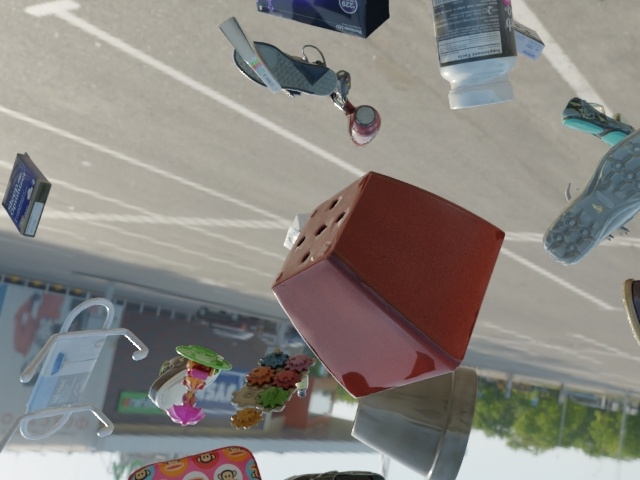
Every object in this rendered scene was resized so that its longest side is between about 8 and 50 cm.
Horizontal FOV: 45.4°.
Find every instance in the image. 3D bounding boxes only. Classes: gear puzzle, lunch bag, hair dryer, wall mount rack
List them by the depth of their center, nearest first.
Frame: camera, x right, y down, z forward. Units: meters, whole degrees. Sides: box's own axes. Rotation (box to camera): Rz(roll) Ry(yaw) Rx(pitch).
[{"bbox_3d":[-0.496,0.285,1.456,0.130,0.350,0.304,37,-160,29],"label":"wall mount rack"},{"bbox_3d":[-0.250,0.582,1.604,0.293,0.258,0.120,-7,134,-19],"label":"lunch bag"},{"bbox_3d":[0.069,-0.332,1.839,0.224,0.080,0.294,55,174,49],"label":"hair dryer"},{"bbox_3d":[-0.155,0.404,2.121,0.175,0.044,0.339,3,-151,25],"label":"gear puzzle"}]

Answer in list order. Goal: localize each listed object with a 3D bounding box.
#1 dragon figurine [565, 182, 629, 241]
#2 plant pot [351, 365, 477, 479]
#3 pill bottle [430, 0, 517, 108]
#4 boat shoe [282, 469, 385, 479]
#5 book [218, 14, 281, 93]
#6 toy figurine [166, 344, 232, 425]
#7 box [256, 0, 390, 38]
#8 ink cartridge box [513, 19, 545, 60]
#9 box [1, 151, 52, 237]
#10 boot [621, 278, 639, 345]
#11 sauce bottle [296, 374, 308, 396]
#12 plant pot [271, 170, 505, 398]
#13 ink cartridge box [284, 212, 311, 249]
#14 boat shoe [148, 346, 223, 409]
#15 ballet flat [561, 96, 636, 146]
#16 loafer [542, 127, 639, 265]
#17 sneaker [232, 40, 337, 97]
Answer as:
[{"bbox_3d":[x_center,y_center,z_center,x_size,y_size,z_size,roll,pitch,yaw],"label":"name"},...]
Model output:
[{"bbox_3d":[0.662,-0.096,1.809,0.289,0.144,0.085,26,148,-22],"label":"dragon figurine"},{"bbox_3d":[0.239,0.460,2.028,0.280,0.323,0.323,15,172,5],"label":"plant pot"},{"bbox_3d":[0.315,-0.417,1.566,0.162,0.279,0.162,-9,-171,1],"label":"pill bottle"},{"bbox_3d":[0.012,0.444,1.355,0.219,0.078,0.070,-5,161,-27],"label":"boat shoe"},{"bbox_3d":[-0.125,-0.336,1.405,0.035,0.096,0.144,-34,162,7],"label":"book"},{"bbox_3d":[-0.285,0.326,1.694,0.130,0.159,0.173,21,179,-12],"label":"toy figurine"},{"bbox_3d":[-0.003,-0.516,1.469,0.261,0.103,0.184,21,142,26],"label":"box"},{"bbox_3d":[0.425,-0.503,1.810,0.207,0.046,0.097,21,-148,-15],"label":"ink cartridge box"},{"bbox_3d":[-0.693,-0.114,1.782,0.036,0.137,0.225,12,-163,-39],"label":"box"},{"bbox_3d":[0.575,0.128,1.092,0.206,0.248,0.090,-30,-173,36],"label":"boot"},{"bbox_3d":[-0.057,0.423,2.277,0.042,0.042,0.128,10,137,6],"label":"sauce bottle"},{"bbox_3d":[0.085,0.053,1.199,0.235,0.267,0.267,38,144,-15],"label":"plant pot"},{"bbox_3d":[0.000,0.000,1.628,0.143,0.090,0.092,-5,151,-15],"label":"ink cartridge box"},{"bbox_3d":[-0.386,0.374,2.120,0.096,0.117,0.324,25,-163,16],"label":"boat shoe"},{"bbox_3d":[0.560,-0.230,1.495,0.188,0.070,0.070,20,169,-17],"label":"ballet flat"},{"bbox_3d":[0.502,-0.088,1.297,0.112,0.319,0.111,46,-145,10],"label":"loafer"},{"bbox_3d":[-0.096,-0.359,1.598,0.226,0.086,0.163,15,-170,-26],"label":"sneaker"}]
